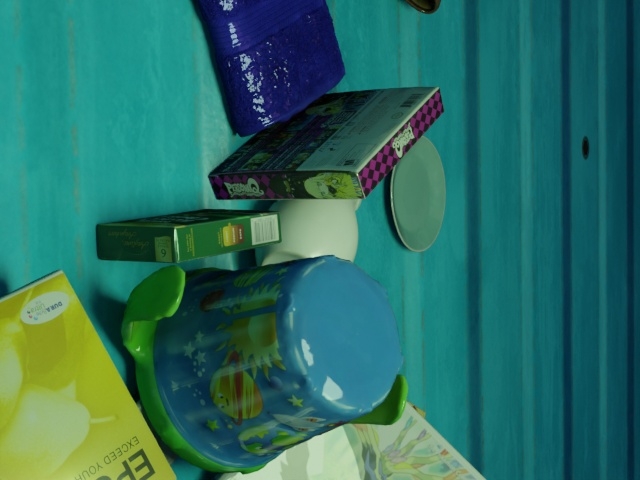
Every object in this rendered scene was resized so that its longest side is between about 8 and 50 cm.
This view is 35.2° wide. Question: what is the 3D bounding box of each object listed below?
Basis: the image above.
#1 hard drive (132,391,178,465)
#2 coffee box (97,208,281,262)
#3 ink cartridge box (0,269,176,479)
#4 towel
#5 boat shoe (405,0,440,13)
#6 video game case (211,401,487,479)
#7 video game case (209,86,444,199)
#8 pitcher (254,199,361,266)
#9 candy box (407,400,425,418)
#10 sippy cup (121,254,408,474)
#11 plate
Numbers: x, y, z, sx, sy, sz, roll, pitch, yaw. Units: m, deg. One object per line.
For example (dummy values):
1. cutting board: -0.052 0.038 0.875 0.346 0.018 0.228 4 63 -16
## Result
1. hard drive: -0.204 0.230 1.081 0.135 0.022 0.094 -48 129 -45
2. coffee box: -0.138 -0.007 1.094 0.184 0.113 0.040 -12 102 -55
3. ink cartridge box: -0.266 0.218 0.824 0.303 0.072 0.307 -31 91 -48
4. towel: -0.062 -0.307 1.234 0.227 0.076 0.308 -47 129 -47
5. boat shoe: 0.098 -0.424 1.443 0.342 0.123 0.123 24 70 -61
6. video game case: 0.043 0.334 1.244 0.329 0.036 0.300 45 63 -8
7. video game case: 0.011 -0.120 1.231 0.232 0.210 0.042 -48 130 -46
8. pitcher: 0.000 0.000 1.305 0.207 0.125 0.178 -67 144 -48
9. candy box: 0.058 0.233 1.406 0.187 0.109 0.053 36 61 -51
10. sippy cup: -0.043 0.121 1.084 0.305 0.224 0.240 -14 84 -46
11. plate: 0.151 -0.075 1.618 0.188 0.024 0.188 -3 94 -56
